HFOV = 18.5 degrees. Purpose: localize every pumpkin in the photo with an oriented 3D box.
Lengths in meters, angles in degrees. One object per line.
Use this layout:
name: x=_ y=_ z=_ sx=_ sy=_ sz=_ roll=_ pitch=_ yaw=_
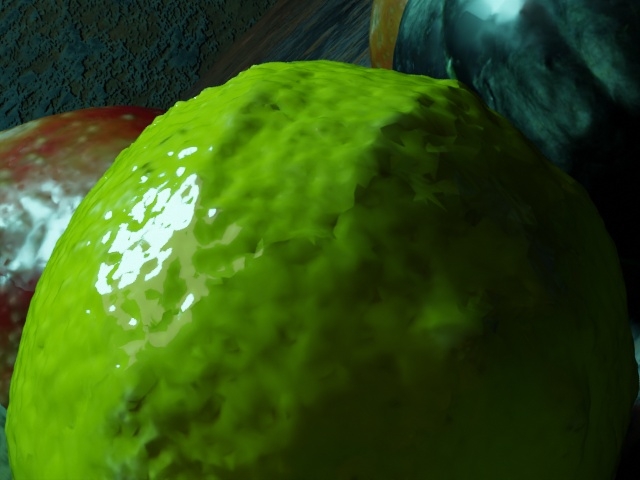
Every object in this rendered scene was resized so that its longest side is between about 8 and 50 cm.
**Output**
pumpkin: x=0.151 y=-0.133 z=1.035 sx=0.296 sy=0.296 sz=0.296 roll=-40 pitch=11 yaw=10

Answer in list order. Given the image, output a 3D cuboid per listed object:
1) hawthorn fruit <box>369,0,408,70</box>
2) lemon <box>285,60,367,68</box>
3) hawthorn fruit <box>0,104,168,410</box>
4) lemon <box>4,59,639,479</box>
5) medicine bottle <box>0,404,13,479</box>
hawthorn fruit: x=0.112 y=-0.164 z=1.487 sx=0.169 sy=0.188 sz=0.169 roll=-30 pitch=-8 yaw=-5
lemon: x=0.000 y=0.000 z=1.160 sx=0.184 sy=0.248 sz=0.184 roll=-13 pitch=42 yaw=12
hawthorn fruit: x=-0.128 y=0.019 z=1.376 sx=0.369 sy=0.284 sz=0.285 roll=-35 pitch=12 yaw=14
lemon: x=-0.001 y=0.063 z=0.825 sx=0.268 sy=0.268 sz=0.322 roll=-36 pitch=9 yaw=27
medicine bottle: x=-0.161 y=0.175 z=0.972 sx=0.144 sy=0.252 sz=0.144 roll=-41 pitch=14 yaw=13
